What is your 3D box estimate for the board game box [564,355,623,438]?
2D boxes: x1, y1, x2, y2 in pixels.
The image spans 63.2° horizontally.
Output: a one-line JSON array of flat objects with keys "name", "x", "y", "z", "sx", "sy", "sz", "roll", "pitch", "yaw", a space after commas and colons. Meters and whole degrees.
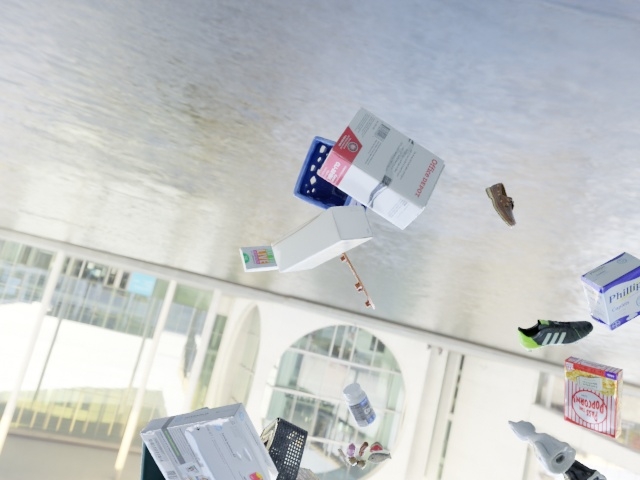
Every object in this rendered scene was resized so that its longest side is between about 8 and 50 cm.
[{"name": "board game box", "x": 0.782, "y": 0.447, "z": 1.494, "sx": 0.045, "sy": 0.194, "sz": 0.146, "roll": -11, "pitch": -169, "yaw": -38}]

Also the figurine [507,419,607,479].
[{"name": "figurine", "x": 0.639, "y": 0.593, "z": 1.444, "sx": 0.215, "sy": 0.092, "sz": 0.209, "roll": 42, "pitch": 175, "yaw": -13}]

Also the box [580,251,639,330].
[{"name": "box", "x": 0.704, "y": 0.120, "z": 1.229, "sx": 0.137, "sy": 0.126, "sz": 0.072, "roll": 63, "pitch": 177, "yaw": -25}]

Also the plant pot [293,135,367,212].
[{"name": "plant pot", "x": 0.078, "y": -0.219, "z": 1.869, "sx": 0.235, "sy": 0.236, "sz": 0.212, "roll": 26, "pitch": -170, "yaw": 28}]

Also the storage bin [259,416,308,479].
[{"name": "storage bin", "x": -0.109, "y": 0.529, "z": 1.231, "sx": 0.084, "sy": 0.180, "sz": 0.122, "roll": 31, "pitch": 132, "yaw": -10}]

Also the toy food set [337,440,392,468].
[{"name": "toy food set", "x": 0.104, "y": 0.521, "z": 1.265, "sx": 0.122, "sy": 0.078, "sz": 0.019, "roll": -24, "pitch": -167, "yaw": 21}]

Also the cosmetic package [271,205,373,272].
[{"name": "cosmetic package", "x": 0.000, "y": 0.000, "z": 1.683, "sx": 0.160, "sy": 0.113, "sz": 0.309, "roll": -5, "pitch": 162, "yaw": -46}]

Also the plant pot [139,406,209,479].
[{"name": "plant pot", "x": -0.396, "y": 0.722, "z": 1.663, "sx": 0.247, "sy": 0.248, "sz": 0.252, "roll": -21, "pitch": 138, "yaw": 12}]

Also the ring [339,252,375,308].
[{"name": "ring", "x": 0.115, "y": 0.115, "z": 1.968, "sx": 0.032, "sy": 0.337, "sz": 0.336, "roll": -30, "pitch": 166, "yaw": 1}]

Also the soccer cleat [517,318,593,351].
[{"name": "soccer cleat", "x": 0.587, "y": 0.227, "z": 1.304, "sx": 0.178, "sy": 0.072, "sz": 0.060, "roll": -20, "pitch": -159, "yaw": 20}]

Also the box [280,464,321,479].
[{"name": "box", "x": -0.019, "y": 0.937, "z": 1.870, "sx": 0.295, "sy": 0.073, "sz": 0.293, "roll": 35, "pitch": 171, "yaw": 34}]

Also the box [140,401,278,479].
[{"name": "box", "x": -0.182, "y": 0.345, "z": 0.845, "sx": 0.186, "sy": 0.145, "sz": 0.038, "roll": -17, "pitch": -164, "yaw": 22}]

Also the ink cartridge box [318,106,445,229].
[{"name": "ink cartridge box", "x": 0.163, "y": -0.189, "z": 1.359, "sx": 0.272, "sy": 0.197, "sz": 0.114, "roll": 32, "pitch": 144, "yaw": -1}]

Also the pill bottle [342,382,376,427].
[{"name": "pill bottle", "x": 0.133, "y": 0.567, "z": 1.796, "sx": 0.078, "sy": 0.137, "sz": 0.078, "roll": -24, "pitch": -168, "yaw": 5}]

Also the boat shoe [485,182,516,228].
[{"name": "boat shoe", "x": 0.584, "y": -0.117, "z": 1.655, "sx": 0.060, "sy": 0.178, "sz": 0.064, "roll": -35, "pitch": 134, "yaw": 26}]

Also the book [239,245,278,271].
[{"name": "book", "x": -0.230, "y": 0.068, "z": 1.995, "sx": 0.144, "sy": 0.096, "sz": 0.035, "roll": -5, "pitch": 153, "yaw": -29}]
